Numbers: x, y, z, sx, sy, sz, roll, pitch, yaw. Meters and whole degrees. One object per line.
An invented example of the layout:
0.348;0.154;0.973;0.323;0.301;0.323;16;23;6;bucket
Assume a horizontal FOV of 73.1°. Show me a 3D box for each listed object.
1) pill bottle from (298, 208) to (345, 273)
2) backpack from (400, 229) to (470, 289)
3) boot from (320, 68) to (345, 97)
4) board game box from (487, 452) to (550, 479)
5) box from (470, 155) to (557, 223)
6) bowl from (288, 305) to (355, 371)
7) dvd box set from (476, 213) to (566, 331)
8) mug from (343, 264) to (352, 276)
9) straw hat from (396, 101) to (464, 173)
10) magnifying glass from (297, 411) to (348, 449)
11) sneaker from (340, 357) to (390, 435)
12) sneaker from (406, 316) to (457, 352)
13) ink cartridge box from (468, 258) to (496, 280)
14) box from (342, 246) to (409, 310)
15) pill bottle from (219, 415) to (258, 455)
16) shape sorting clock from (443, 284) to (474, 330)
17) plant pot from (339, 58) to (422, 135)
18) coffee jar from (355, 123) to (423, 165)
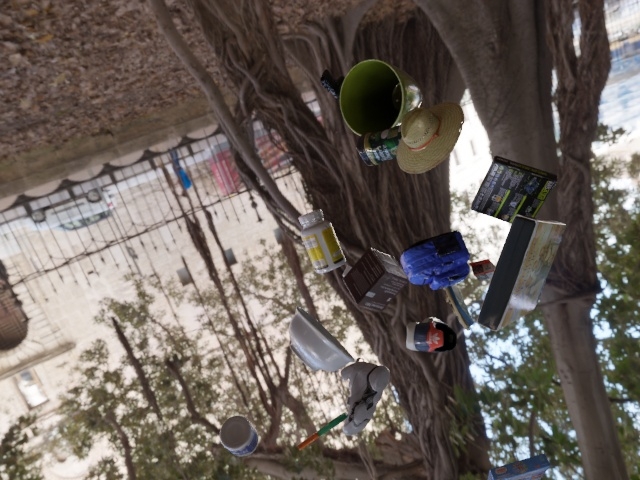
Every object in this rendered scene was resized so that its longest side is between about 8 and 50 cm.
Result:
0.000;0.000;0.841;0.065;0.116;0.065;-21;-173;3;pill bottle
0.222;0.044;0.843;0.120;0.101;0.098;-16;156;0;backpack
0.048;-0.633;1.703;0.045;0.099;0.121;-11;-126;42;boot
0.578;0.692;1.275;0.160;0.211;0.039;-19;-131;3;board game box
0.582;-0.144;1.314;0.184;0.190;0.045;19;-136;10;box
-0.022;0.395;1.627;0.134;0.298;0.298;-47;-164;-4;bowl
0.597;0.083;1.254;0.062;0.307;0.420;23;-166;36;dvd box set
0.157;0.176;2.285;0.078;0.062;0.064;29;-102;37;mug
0.170;-0.193;0.744;0.144;0.061;0.144;-28;-133;36;straw hat
0.011;0.760;1.724;0.231;0.026;0.092;-29;165;-11;magnifying glass
0.178;0.759;2.138;0.210;0.137;0.366;16;-111;48;sneaker
0.436;0.354;1.586;0.148;0.131;0.350;-2;175;30;sneaker
0.499;0.090;1.317;0.063;0.029;0.115;-17;152;29;ink cartridge box
0.243;0.172;1.894;0.203;0.168;0.167;-53;-139;21;box
-0.281;0.701;1.532;0.112;0.186;0.112;-3;-126;4;pill bottle
0.390;0.170;1.273;0.040;0.206;0.206;-30;-171;19;shape sorting clock
0.270;-0.552;1.683;0.275;0.275;0.293;-9;-170;41;plant pot
0.198;-0.275;1.240;0.184;0.096;0.079;-8;-127;35;coffee jar
